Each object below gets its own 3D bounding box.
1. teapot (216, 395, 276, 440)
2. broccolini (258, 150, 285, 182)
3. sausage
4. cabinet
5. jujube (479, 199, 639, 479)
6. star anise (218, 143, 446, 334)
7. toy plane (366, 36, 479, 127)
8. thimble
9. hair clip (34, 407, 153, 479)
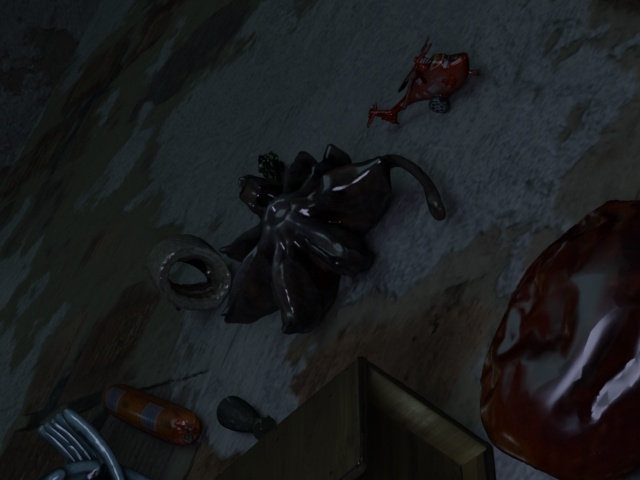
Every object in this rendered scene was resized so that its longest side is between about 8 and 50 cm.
[{"bbox_3d":[-0.091,0.223,1.831,0.043,0.043,0.111,-59,25,-9],"label":"teapot"},{"bbox_3d":[-0.065,-0.065,2.197,0.042,0.044,0.218,-32,33,13],"label":"broccolini"},{"bbox_3d":[-0.243,0.244,2.082,0.053,0.053,0.348,-60,23,-12],"label":"sausage"},{"bbox_3d":[0.029,0.258,1.372,0.215,0.175,0.148,-41,26,27],"label":"cabinet"},{"bbox_3d":[0.241,0.083,1.219,0.243,0.183,0.183,-65,23,-1],"label":"jujube"},{"bbox_3d":[0.000,0.000,1.879,0.316,0.139,0.359,-58,37,12],"label":"star anise"},{"bbox_3d":[0.129,-0.191,1.938,0.194,0.077,0.126,-49,18,34],"label":"toy plane"},{"bbox_3d":[-0.196,0.047,2.183,0.102,0.115,0.090,-52,24,0],"label":"thimble"},{"bbox_3d":[-0.332,0.362,1.806,0.238,0.392,0.318,-52,4,-19],"label":"hair clip"}]
